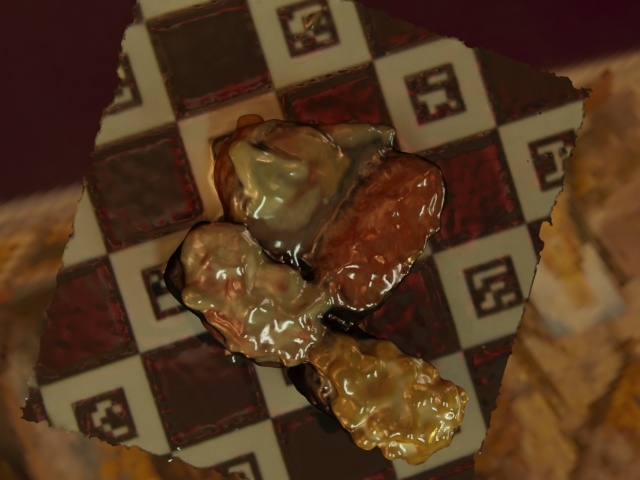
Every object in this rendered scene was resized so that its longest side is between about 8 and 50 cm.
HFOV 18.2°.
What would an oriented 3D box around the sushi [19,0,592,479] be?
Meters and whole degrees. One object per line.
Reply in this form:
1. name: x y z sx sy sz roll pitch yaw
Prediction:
1. sushi: 0.000 0.000 0.489 0.026 0.120 0.126 -179 -74 -79
